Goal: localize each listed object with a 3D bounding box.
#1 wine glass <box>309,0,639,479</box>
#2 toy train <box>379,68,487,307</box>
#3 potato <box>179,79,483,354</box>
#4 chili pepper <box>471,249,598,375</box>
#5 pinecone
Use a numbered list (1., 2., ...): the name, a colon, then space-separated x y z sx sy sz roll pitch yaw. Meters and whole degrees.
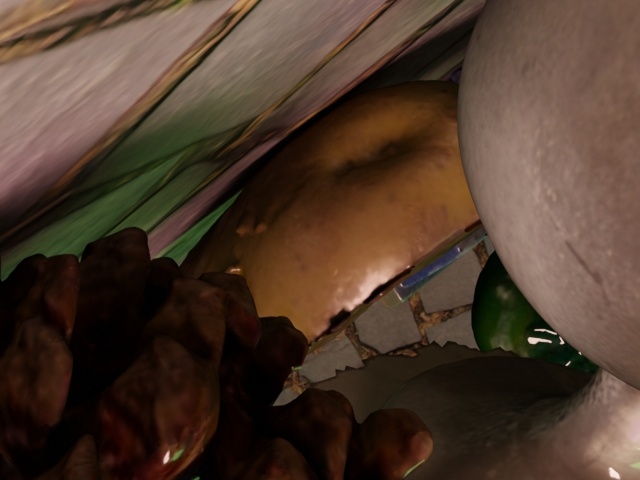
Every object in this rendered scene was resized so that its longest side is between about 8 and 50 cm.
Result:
1. wine glass: 0.143 -0.007 0.527 0.238 0.238 0.323 -34 150 -52
2. toy train: 0.152 -0.076 1.107 0.299 0.131 0.202 -35 179 -33
3. potato: 0.000 0.000 0.712 0.243 0.098 0.138 -37 175 -4
4. chili pepper: 0.207 0.018 0.895 0.167 0.213 0.385 5 -167 26
5. pinecone: -0.060 0.097 0.417 0.179 0.204 0.184 -26 -144 45
